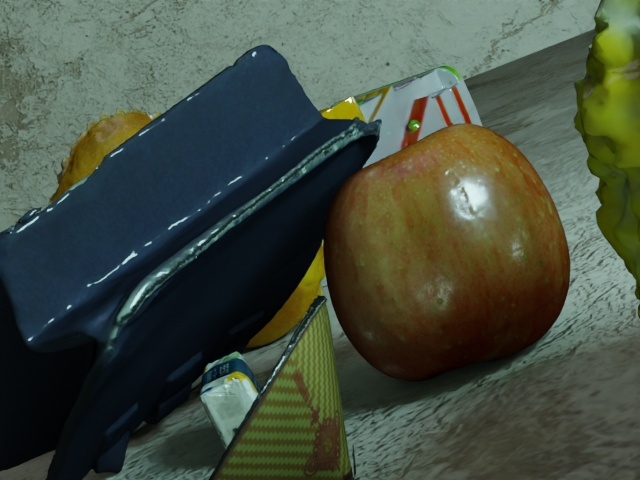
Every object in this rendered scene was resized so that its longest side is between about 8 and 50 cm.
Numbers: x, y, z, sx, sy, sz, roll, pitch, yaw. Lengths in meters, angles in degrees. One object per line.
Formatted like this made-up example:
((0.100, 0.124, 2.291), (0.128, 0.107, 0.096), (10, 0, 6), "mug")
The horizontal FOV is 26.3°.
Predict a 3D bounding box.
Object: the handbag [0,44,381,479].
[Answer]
((-0.122, 0.037, 1.049), (0.303, 0.122, 0.329), (-41, -15, -35), "handbag")

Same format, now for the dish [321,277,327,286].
((0.000, 0.000, 1.553), (0.141, 0.078, 0.141), (-23, 9, 4), "dish")

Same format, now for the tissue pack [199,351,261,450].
((-0.064, 0.125, 1.040), (0.042, 0.062, 0.083), (-28, 8, 0), "tissue pack")

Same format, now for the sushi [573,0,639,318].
((0.315, -0.051, 0.580), (0.396, 0.240, 0.351), (-15, 11, 27), "sushi")

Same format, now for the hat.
((-0.015, 0.135, 0.846), (0.193, 0.082, 0.193), (-59, -1, -2), "hat")

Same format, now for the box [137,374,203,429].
((-0.225, 0.155, 1.331), (0.285, 0.044, 0.142), (-15, 17, 44), "box")

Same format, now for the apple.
((0.088, 0.012, 1.000), (0.181, 0.168, 0.181), (-26, 1, 1), "apple")

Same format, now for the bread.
((-0.124, -0.016, 1.361), (0.204, 0.288, 0.156), (-64, 2, 5), "bread")

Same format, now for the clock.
((0.033, -0.103, 1.787), (0.235, 0.166, 0.309), (-14, 14, 43), "clock")
